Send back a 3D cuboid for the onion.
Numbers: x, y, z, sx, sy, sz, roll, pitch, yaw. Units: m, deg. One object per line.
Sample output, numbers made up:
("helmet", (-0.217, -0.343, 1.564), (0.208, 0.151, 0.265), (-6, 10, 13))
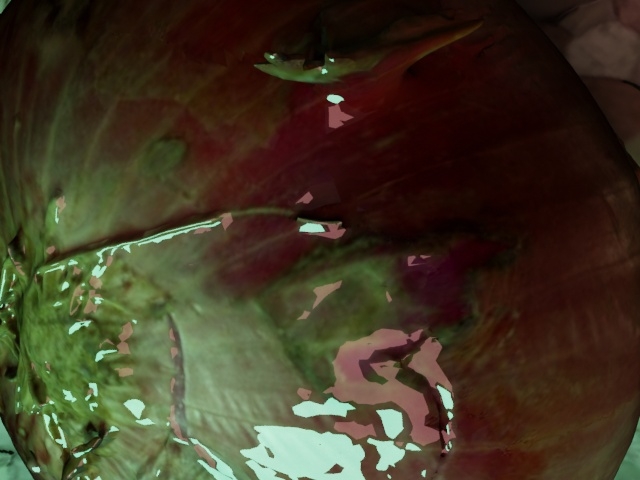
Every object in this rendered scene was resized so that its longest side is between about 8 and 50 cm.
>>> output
("onion", (-0.013, 0.008, 0.808), (0.353, 0.354, 0.354), (2, 122, 3))
